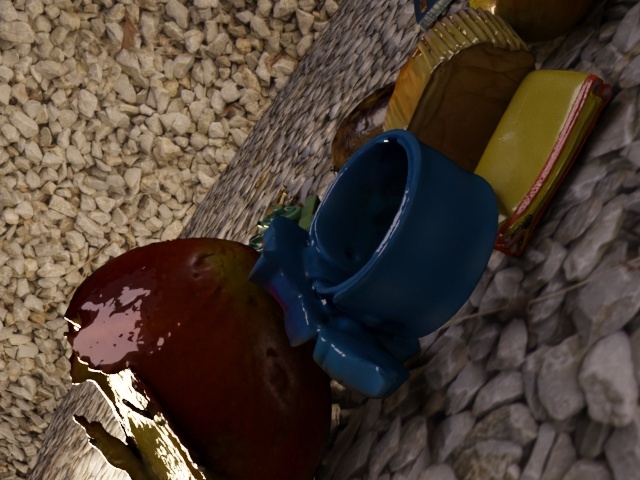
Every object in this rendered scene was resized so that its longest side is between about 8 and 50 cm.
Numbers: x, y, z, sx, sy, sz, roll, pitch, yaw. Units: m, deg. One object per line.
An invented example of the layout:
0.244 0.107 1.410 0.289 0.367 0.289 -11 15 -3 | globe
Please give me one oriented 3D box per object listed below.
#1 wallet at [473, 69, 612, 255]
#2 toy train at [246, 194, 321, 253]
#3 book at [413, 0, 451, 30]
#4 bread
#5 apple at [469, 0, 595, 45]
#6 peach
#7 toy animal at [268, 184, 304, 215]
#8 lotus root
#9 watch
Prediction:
0.264 -0.097 0.881 0.241 0.067 0.141 -61 23 1 | wallet
0.000 0.000 1.230 0.237 0.150 0.369 -23 13 9 | toy train
0.377 -0.719 1.674 0.428 0.039 0.300 -46 21 30 | book
0.196 -0.202 1.012 0.133 0.179 0.250 -111 34 -46 | bread
0.310 -0.382 1.034 0.196 0.196 0.196 -49 20 24 | apple
-0.156 0.201 0.941 0.339 0.353 0.416 116 148 -60 | peach
-0.100 -0.079 1.788 0.099 0.057 0.241 -55 19 7 | toy animal
0.119 -0.197 1.283 0.314 0.141 0.169 -40 29 40 | lotus root
0.079 0.022 0.843 0.274 0.241 0.305 -51 28 22 | watch
